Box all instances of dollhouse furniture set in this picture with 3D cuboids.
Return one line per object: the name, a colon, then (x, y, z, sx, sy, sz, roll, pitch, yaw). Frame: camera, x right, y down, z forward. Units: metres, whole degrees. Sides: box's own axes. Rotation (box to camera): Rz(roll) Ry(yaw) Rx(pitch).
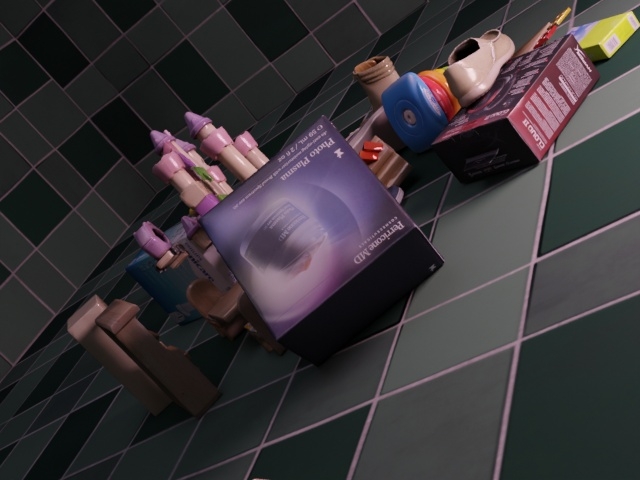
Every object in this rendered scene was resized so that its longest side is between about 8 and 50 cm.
dollhouse furniture set: (-0.220, 0.120, 1.809, 0.394, 0.256, 0.362, -46, 18, -17)

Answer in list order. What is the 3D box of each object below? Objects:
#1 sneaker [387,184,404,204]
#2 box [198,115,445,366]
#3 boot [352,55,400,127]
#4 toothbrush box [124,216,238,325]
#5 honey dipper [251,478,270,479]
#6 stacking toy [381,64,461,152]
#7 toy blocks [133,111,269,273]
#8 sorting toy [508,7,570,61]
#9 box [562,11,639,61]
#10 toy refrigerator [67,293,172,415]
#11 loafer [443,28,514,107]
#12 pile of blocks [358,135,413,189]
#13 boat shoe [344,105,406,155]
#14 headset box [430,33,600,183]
sneaker: (0.058, -0.078, 1.867, 0.226, 0.163, 0.086, -43, 15, -10)
box: (0.000, 0.000, 1.525, 0.296, 0.183, 0.294, -40, 59, 4)
boot: (0.149, -0.378, 2.340, 0.095, 0.203, 0.262, -47, 19, -23)
toothbrush box: (-0.315, 0.070, 2.215, 0.295, 0.216, 0.126, -24, 24, 46)
honey dipper: (-0.120, 0.375, 1.343, 0.030, 0.030, 0.160, -51, 18, -30)
stacking toy: (0.310, -0.351, 2.069, 0.301, 0.175, 0.165, -33, 3, -28)
toy blocks: (-0.298, -0.139, 1.924, 0.309, 0.260, 0.288, -46, -3, 9)
sorting toy: (0.463, -0.404, 1.958, 0.132, 0.046, 0.274, -53, 6, -34)
box: (0.552, -0.406, 1.808, 0.109, 0.042, 0.178, -45, 17, -15)
toy refrigerator: (-0.424, 0.250, 1.906, 0.094, 0.269, 0.102, -43, 18, -6)
loafer: (0.314, -0.365, 1.764, 0.102, 0.092, 0.268, -32, 17, 36)
pile of blocks: (0.029, -0.107, 1.981, 0.362, 0.112, 0.149, -34, 47, 25)
boat shoe: (0.126, -0.260, 2.224, 0.340, 0.127, 0.158, -41, 24, 1)
headset box: (0.363, -0.238, 1.683, 0.293, 0.110, 0.218, -50, 18, -29)
